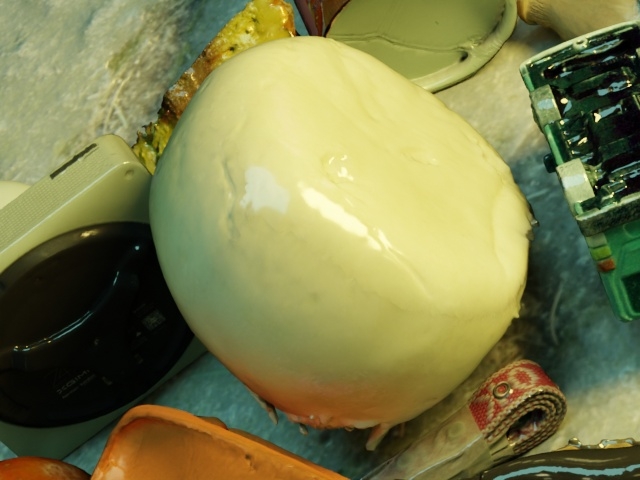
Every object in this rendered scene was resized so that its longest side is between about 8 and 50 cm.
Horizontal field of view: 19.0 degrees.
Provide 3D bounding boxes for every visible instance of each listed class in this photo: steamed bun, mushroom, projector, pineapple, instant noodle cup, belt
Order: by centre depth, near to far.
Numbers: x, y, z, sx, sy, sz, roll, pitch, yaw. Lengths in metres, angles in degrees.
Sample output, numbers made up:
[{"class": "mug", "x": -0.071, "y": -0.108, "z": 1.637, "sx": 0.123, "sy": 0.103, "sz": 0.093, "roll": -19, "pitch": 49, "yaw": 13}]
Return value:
[{"class": "belt", "x": 0.098, "y": 0.183, "z": 1.570, "sx": 0.232, "sy": 0.071, "sz": 0.053, "roll": -32, "pitch": 42, "yaw": -1}, {"class": "steamed bun", "x": 0.000, "y": 0.000, "z": 1.582, "sx": 0.233, "sy": 0.312, "sz": 0.334, "roll": -51, "pitch": 3, "yaw": 29}, {"class": "projector", "x": -0.213, "y": 0.066, "z": 1.683, "sx": 0.257, "sy": 0.259, "sz": 0.079, "roll": -37, "pitch": 49, "yaw": 0}, {"class": "mushroom", "x": 0.284, "y": -0.196, "z": 1.725, "sx": 0.247, "sy": 0.096, "sz": 0.108, "roll": 22, "pitch": 94, "yaw": 40}, {"class": "instant noodle cup", "x": 0.062, "y": -0.281, "z": 1.814, "sx": 0.243, "sy": 0.243, "sz": 0.231, "roll": -24, "pitch": 56, "yaw": 10}, {"class": "pineapple", "x": -0.057, "y": -0.115, "z": 1.840, "sx": 0.140, "sy": 0.164, "sz": 0.250, "roll": 46, "pitch": 108, "yaw": 13}]

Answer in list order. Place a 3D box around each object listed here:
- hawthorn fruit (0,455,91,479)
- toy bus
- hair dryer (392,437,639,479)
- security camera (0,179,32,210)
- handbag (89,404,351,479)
[{"class": "hawthorn fruit", "x": -0.256, "y": 0.260, "z": 1.615, "sx": 0.169, "sy": 0.188, "sz": 0.169, "roll": -13, "pitch": 68, "yaw": 36}, {"class": "toy bus", "x": 0.255, "y": -0.061, "z": 1.578, "sx": 0.128, "sy": 0.147, "sz": 0.256, "roll": -20, "pitch": 33, "yaw": 6}, {"class": "hair dryer", "x": 0.215, "y": 0.145, "z": 1.477, "sx": 0.359, "sy": 0.120, "sz": 0.304, "roll": -8, "pitch": 46, "yaw": 10}, {"class": "security camera", "x": -0.318, "y": 0.027, "z": 1.815, "sx": 0.236, "sy": 0.194, "sz": 0.195, "roll": 12, "pitch": 63, "yaw": 31}, {"class": "handbag", "x": -0.103, "y": 0.351, "z": 1.460, "sx": 0.303, "sy": 0.116, "sz": 0.410, "roll": 20, "pitch": 84, "yaw": 38}]
